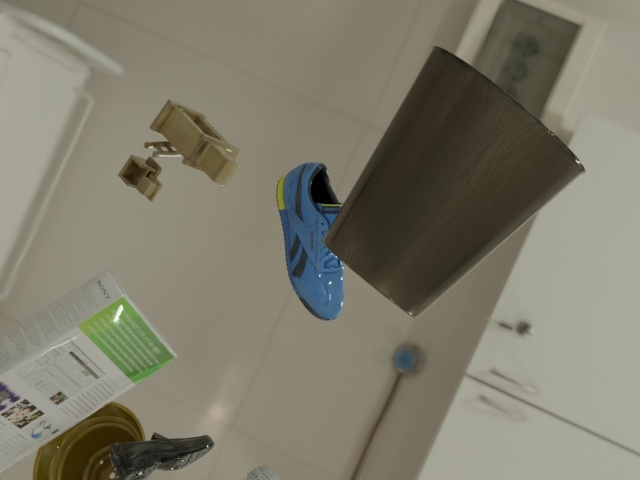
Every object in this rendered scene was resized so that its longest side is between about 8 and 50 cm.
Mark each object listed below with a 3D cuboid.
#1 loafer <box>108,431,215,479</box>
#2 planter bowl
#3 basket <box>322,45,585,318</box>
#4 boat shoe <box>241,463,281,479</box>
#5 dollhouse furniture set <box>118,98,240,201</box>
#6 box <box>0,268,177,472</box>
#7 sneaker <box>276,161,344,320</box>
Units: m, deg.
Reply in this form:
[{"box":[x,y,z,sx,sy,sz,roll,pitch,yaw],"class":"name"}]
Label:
[{"box":[-0.238,0.315,1.630,0.170,0.061,0.062,-7,146,-40],"class":"loafer"},{"box":[-0.376,0.392,1.851,0.217,0.217,0.090,-63,148,-18],"class":"planter bowl"},{"box":[0.122,-0.045,1.103,0.227,0.204,0.154,-51,-167,3],"class":"basket"},{"box":[-0.025,0.430,1.381,0.119,0.335,0.121,-38,-159,-7],"class":"boat shoe"},{"box":[-0.208,-0.102,1.734,0.161,0.182,0.101,-53,145,13],"class":"dollhouse furniture set"},{"box":[-0.371,0.187,1.452,0.322,0.058,0.232,-31,152,-6],"class":"box"},{"box":[0.000,0.000,1.409,0.069,0.082,0.209,-7,82,-41],"class":"sneaker"}]
